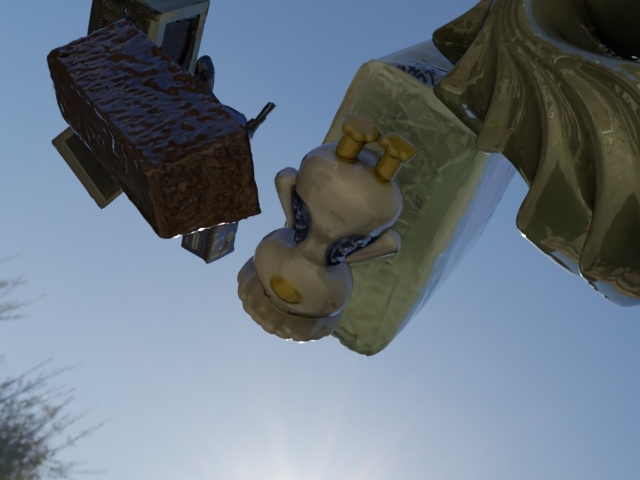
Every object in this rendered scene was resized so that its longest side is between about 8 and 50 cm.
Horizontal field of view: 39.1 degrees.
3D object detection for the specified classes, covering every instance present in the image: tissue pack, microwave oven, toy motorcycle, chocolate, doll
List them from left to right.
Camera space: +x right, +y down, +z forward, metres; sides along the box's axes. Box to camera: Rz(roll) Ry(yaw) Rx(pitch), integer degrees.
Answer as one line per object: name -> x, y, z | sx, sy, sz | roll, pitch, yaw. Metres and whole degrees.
microwave oven -> -0.284, -0.308, 1.418 | 0.162, 0.122, 0.208 | 35, -51, 18
chocolate -> -0.182, -0.121, 0.920 | 0.321, 0.111, 0.112 | 46, -28, 44
toy motorcycle -> -0.212, -0.155, 1.641 | 0.212, 0.125, 0.359 | 27, -59, 23
doll -> 0.000, 0.000, 0.890 | 0.138, 0.119, 0.293 | 30, -46, -1
tissue pack -> 0.134, -0.087, 1.205 | 0.205, 0.405, 0.332 | 33, -62, 11

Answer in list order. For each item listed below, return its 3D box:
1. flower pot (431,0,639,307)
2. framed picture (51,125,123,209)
flower pot -> 0.251, -0.105, 0.713 | 0.254, 0.164, 0.368 | -38, -132, 20
framed picture -> -0.370, -0.204, 1.719 | 0.023, 0.260, 0.189 | 29, -25, 40
